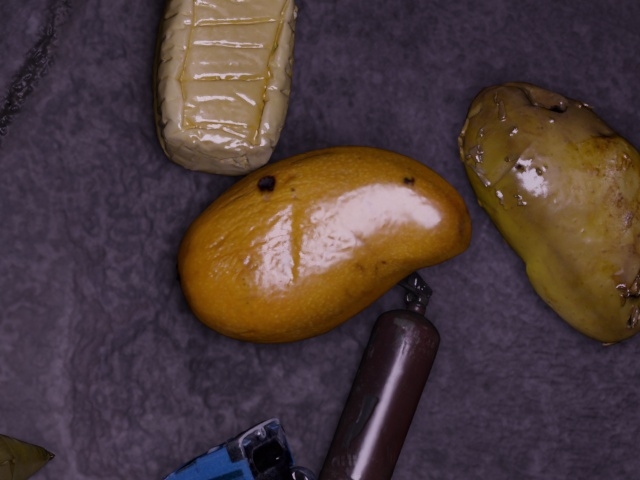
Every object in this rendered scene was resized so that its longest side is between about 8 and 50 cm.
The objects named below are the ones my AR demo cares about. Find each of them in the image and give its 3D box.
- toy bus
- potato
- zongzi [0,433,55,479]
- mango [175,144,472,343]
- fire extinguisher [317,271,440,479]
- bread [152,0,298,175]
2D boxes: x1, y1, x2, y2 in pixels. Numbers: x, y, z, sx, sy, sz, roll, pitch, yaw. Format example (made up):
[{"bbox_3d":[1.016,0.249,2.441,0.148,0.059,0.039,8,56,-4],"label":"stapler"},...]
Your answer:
[{"bbox_3d":[-0.061,0.303,1.566,0.133,0.116,0.234,-22,88,23],"label":"toy bus"},{"bbox_3d":[0.261,-0.038,1.682,0.173,0.140,0.300,-36,95,-10],"label":"potato"},{"bbox_3d":[-0.391,0.185,1.501,0.228,0.256,0.115,27,109,13],"label":"zongzi"},{"bbox_3d":[-0.001,0.000,1.609,0.294,0.120,0.177,-20,92,3],"label":"mango"},{"bbox_3d":[0.059,0.151,1.644,0.089,0.072,0.268,28,77,-30],"label":"fire extinguisher"},{"bbox_3d":[-0.098,-0.185,1.643,0.140,0.106,0.236,8,80,-10],"label":"bread"}]
